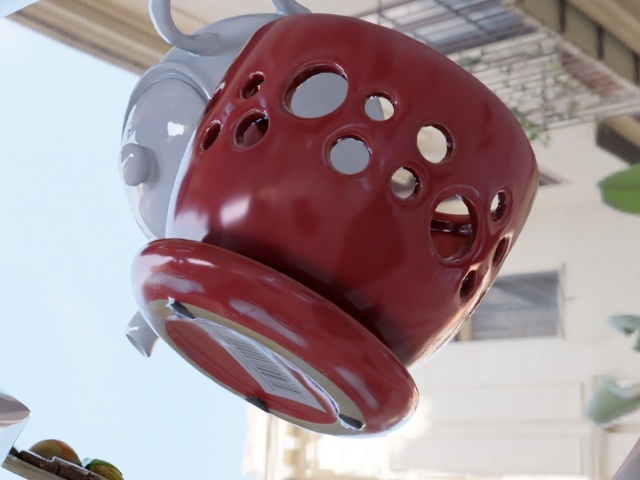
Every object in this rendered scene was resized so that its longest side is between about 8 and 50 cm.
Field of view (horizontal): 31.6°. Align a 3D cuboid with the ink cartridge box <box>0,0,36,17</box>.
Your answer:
[{"bbox_3d":[-0.314,-0.345,1.117,0.117,0.283,0.207,-30,-78,-61],"label":"ink cartridge box"}]

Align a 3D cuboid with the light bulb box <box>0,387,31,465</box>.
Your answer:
[{"bbox_3d":[-0.334,0.158,0.376,0.361,0.225,0.358,-61,-10,-5],"label":"light bulb box"}]

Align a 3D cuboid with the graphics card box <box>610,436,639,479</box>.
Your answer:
[{"bbox_3d":[0.169,0.024,0.226,0.094,0.371,0.233,39,-127,11],"label":"graphics card box"}]

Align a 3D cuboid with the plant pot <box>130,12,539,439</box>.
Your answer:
[{"bbox_3d":[0.000,0.000,0.623,0.191,0.191,0.174,47,-116,-34],"label":"plant pot"}]

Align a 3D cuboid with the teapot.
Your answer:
[{"bbox_3d":[-0.080,-0.074,0.925,0.187,0.252,0.256,-5,-114,-41],"label":"teapot"}]

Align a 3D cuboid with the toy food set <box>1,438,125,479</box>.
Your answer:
[{"bbox_3d":[-0.233,0.199,1.004,0.192,0.132,0.039,30,-105,-31],"label":"toy food set"}]
